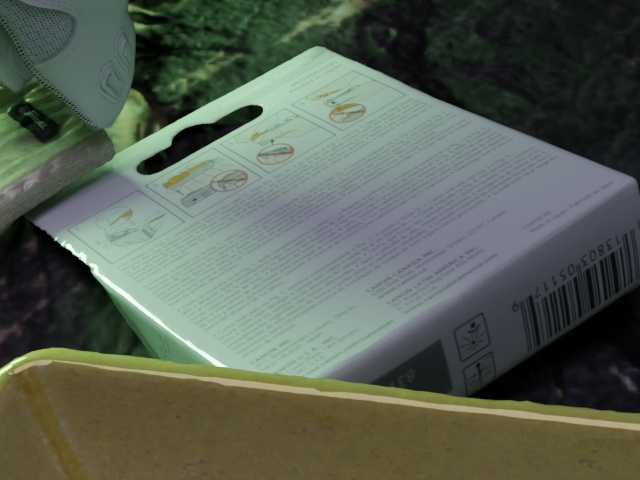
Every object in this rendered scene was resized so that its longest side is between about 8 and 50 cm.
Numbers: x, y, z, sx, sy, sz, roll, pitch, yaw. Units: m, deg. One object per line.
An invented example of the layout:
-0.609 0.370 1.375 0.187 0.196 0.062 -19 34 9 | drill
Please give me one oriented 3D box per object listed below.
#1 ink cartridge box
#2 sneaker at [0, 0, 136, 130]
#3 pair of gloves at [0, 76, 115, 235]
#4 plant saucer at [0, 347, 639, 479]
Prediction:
0.000 0.000 0.680 0.189 0.066 0.232 -31 31 -23 | ink cartridge box
-0.095 -0.173 0.754 0.137 0.210 0.366 27 12 23 | sneaker
-0.246 -0.042 0.727 0.240 0.042 0.204 31 52 25 | pair of gloves
0.019 0.200 0.449 0.332 0.081 0.333 6 49 8 | plant saucer
